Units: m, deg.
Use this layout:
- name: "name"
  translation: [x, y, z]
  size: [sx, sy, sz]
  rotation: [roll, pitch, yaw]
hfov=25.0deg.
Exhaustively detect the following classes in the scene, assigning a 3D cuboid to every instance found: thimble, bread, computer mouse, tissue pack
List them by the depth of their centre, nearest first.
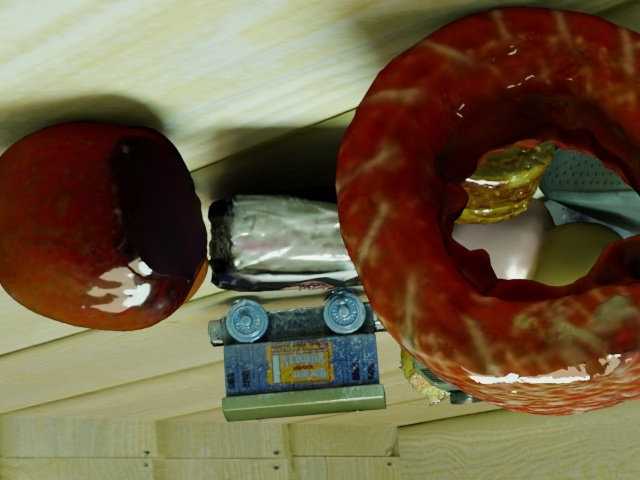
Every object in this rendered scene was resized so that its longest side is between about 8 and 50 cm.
- name: "thimble"
  translation: [0.189, -0.018, 1.238]
  size: [0.350, 0.350, 0.230]
  rotation: [-7, 162, 11]
- name: "bread"
  translation: [0.168, -0.078, 1.493]
  size: [0.132, 0.103, 0.172]
  rotation: [-5, 166, 1]
- name: "computer mouse"
  translation: [0.387, -0.064, 1.565]
  size: [0.188, 0.122, 0.371]
  rotation: [21, 172, -29]
- name: "tissue pack"
  translation: [0.000, 0.000, 1.612]
  size: [0.245, 0.123, 0.332]
  rotation: [-1, -179, -8]
- name: "bread"
  translation: [0.179, 0.182, 2.463]
  size: [0.065, 0.187, 0.103]
  rotation: [-20, 147, 27]

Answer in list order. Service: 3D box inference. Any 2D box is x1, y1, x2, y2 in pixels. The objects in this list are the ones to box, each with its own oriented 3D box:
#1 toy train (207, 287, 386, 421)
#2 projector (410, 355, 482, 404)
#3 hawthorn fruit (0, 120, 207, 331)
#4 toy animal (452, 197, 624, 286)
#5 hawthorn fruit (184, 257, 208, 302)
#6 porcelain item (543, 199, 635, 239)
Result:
- name: "toy train"
  translation: [-0.031, 0.191, 2.358]
  size: [0.299, 0.202, 0.131]
  rotation: [-6, 168, 3]
- name: "projector"
  translation: [0.233, 0.172, 2.389]
  size: [0.088, 0.194, 0.269]
  rotation: [-12, 165, 32]
- name: "hawthorn fruit"
  translation: [-0.235, -0.011, 1.424]
  size: [0.249, 0.215, 0.215]
  rotation: [-4, 167, 9]
- name: "toy animal"
  translation: [0.255, 0.033, 1.651]
  size: [0.281, 0.195, 0.169]
  rotation: [27, 141, 21]
- name: "hawthorn fruit"
  translation: [-0.198, 0.016, 1.667]
  size: [0.157, 0.157, 0.194]
  rotation: [-7, 174, 12]
- name: "porcelain item"
  translation: [0.370, 0.000, 1.862]
  size: [0.259, 0.141, 0.141]
  rotation: [-13, 168, -6]
